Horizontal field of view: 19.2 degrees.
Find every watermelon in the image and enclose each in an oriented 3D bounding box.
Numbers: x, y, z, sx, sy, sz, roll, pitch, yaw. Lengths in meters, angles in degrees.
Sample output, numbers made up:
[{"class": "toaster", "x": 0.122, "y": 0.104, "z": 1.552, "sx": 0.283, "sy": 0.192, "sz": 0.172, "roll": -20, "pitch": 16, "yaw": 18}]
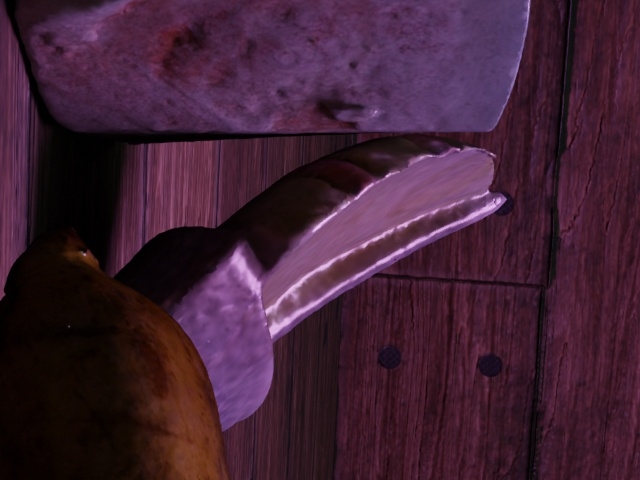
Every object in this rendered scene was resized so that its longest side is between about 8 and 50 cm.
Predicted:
[{"class": "watermelon", "x": -0.057, "y": -0.147, "z": 1.010, "sx": 0.387, "sy": 0.258, "sz": 0.228, "roll": -8, "pitch": -86, "yaw": 53}]

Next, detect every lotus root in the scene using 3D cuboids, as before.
[{"class": "lotus root", "x": -0.106, "y": 0.110, "z": 0.880, "sx": 0.145, "sy": 0.128, "sz": 0.260, "roll": 97, "pitch": -18, "yaw": -66}]

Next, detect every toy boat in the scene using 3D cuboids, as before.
[{"class": "toy boat", "x": -0.021, "y": 0.013, "z": 1.117, "sx": 0.293, "sy": 0.111, "sz": 0.276, "roll": -40, "pitch": 170, "yaw": -5}]
